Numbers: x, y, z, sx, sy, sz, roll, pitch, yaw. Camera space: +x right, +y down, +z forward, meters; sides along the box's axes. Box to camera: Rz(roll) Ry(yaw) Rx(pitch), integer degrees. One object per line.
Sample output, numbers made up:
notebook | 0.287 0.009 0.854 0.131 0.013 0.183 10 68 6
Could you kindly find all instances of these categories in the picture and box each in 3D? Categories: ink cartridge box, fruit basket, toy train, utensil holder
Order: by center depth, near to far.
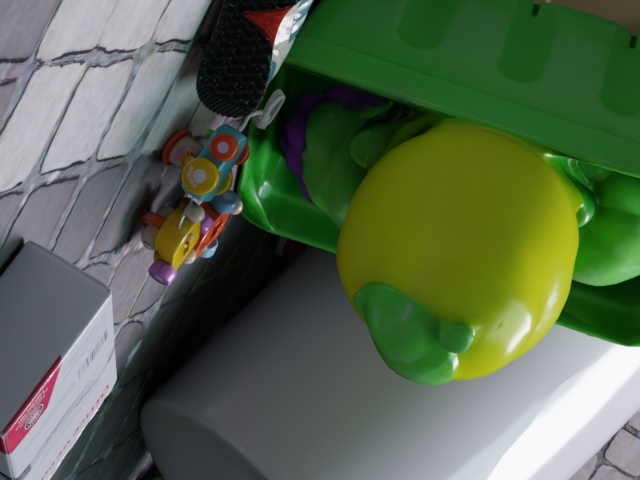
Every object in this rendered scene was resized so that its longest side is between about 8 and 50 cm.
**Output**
ink cartridge box | -0.178 0.085 1.127 0.109 0.063 0.150 -56 171 -23
toy train | -0.084 -0.039 1.305 0.125 0.046 0.166 -52 171 -46
fruit basket | 0.112 -0.014 1.410 0.392 0.392 0.283 -54 170 -29
utensil holder | 0.077 0.136 1.673 0.385 0.327 0.328 -41 164 -21

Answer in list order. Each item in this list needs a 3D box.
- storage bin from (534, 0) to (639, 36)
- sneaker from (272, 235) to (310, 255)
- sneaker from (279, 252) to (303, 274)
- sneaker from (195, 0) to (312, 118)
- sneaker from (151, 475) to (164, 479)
storage bin | 0.219 -0.238 1.612 0.123 0.262 0.260 -50 167 -37
sneaker | 0.000 0.000 1.790 0.042 0.067 0.118 -63 170 22
sneaker | -0.018 0.069 1.843 0.262 0.099 0.121 -59 166 -9
sneaker | -0.033 -0.160 1.201 0.075 0.057 0.161 -82 -163 -69
sneaker | -0.164 0.317 1.799 0.343 0.146 0.134 -37 -172 -35
